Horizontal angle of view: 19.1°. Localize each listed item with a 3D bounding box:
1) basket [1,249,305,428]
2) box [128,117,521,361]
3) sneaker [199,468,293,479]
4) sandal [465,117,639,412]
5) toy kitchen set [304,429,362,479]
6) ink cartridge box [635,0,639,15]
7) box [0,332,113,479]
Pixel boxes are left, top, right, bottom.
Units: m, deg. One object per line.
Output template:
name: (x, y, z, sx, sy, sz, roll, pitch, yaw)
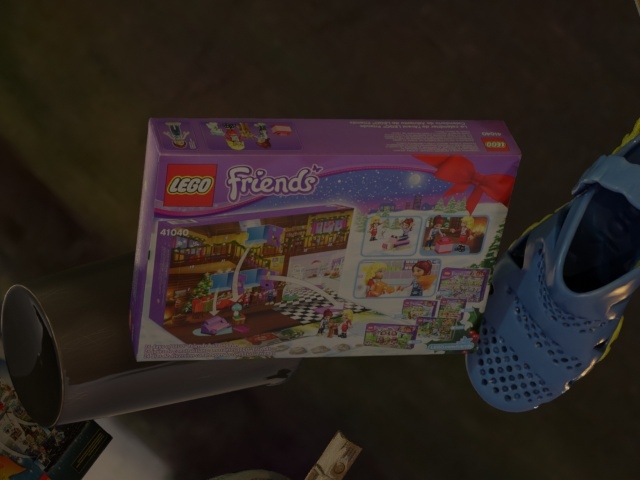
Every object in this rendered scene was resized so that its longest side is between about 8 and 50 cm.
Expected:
basket: (-0.153, 0.078, 1.677, 0.204, 0.227, 0.154, -21, 83, 60)
box: (0.000, 0.000, 1.531, 0.057, 0.293, 0.201, -110, 25, -52)
sneaker: (-0.001, 0.231, 1.043, 0.169, 0.257, 0.447, 54, -158, -12)
sandal: (0.214, 0.020, 1.548, 0.126, 0.317, 0.138, 38, -152, 10)
toy kitchen set: (0.039, 0.246, 1.864, 0.083, 0.075, 0.068, 32, -177, -23)
ink cartridge box: (0.422, -0.165, 1.549, 0.307, 0.072, 0.303, 5, 146, 29)
box: (-0.300, 0.193, 1.716, 0.159, 0.044, 0.233, 45, -150, -5)
